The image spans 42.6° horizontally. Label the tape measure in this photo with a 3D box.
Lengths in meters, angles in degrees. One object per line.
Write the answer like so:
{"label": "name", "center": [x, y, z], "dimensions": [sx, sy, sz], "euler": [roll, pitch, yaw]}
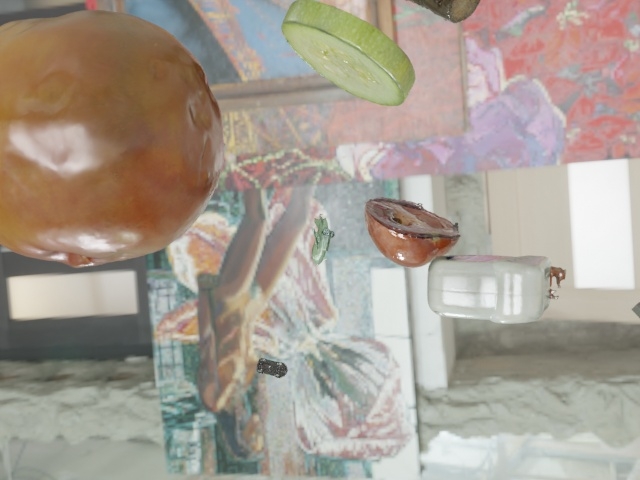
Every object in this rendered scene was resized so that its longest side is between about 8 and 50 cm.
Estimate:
{"label": "tape measure", "center": [0.343, 0.094, 1.629], "dimensions": [0.265, 0.130, 0.258], "euler": [1, -175, 20]}

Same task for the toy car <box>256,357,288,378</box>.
{"label": "toy car", "center": [-0.122, 0.327, 2.096], "dimensions": [0.093, 0.041, 0.025], "euler": [9, 173, 30]}

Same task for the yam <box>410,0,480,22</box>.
{"label": "yam", "center": [0.180, -0.535, 1.597], "dimensions": [0.280, 0.131, 0.131], "euler": [37, -157, 24]}

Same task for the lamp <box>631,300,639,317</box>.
{"label": "lamp", "center": [0.736, 0.249, 1.613], "dimensions": [0.047, 0.266, 0.269], "euler": [-40, -176, 13]}

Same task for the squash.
{"label": "squash", "center": [0.045, -0.315, 1.411], "dimensions": [0.252, 0.048, 0.252], "euler": [29, 172, 4]}

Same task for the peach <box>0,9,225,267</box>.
{"label": "peach", "center": [-0.295, -0.117, 1.035], "dimensions": [0.343, 0.301, 0.343], "euler": [-3, 174, 0]}

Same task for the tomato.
{"label": "tomato", "center": [0.183, -0.010, 1.788], "dimensions": [0.228, 0.112, 0.199], "euler": [5, -155, -34]}

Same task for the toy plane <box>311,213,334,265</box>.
{"label": "toy plane", "center": [0.003, 0.000, 1.333], "dimensions": [0.033, 0.083, 0.080], "euler": [3, 174, 15]}
